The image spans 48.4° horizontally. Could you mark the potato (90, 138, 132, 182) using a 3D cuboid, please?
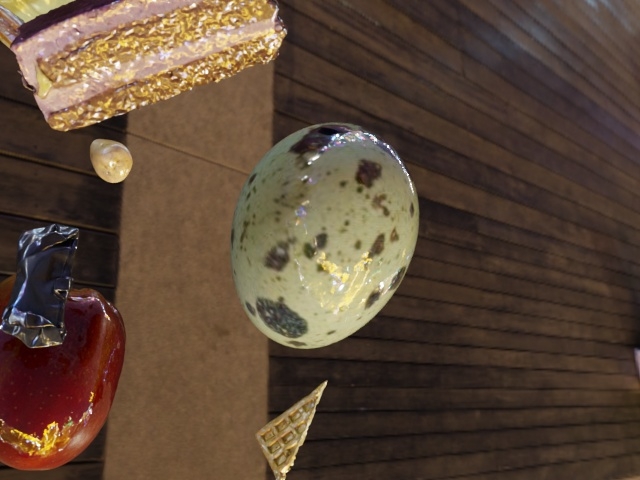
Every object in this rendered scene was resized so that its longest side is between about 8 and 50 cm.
[{"bbox_3d":[-0.347,-0.135,1.171,0.062,0.083,0.068,15,110,-43],"label":"potato"}]

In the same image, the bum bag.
[{"bbox_3d":[-0.402,0.058,1.025,0.087,0.049,0.198,5,61,-12],"label":"bum bag"}]

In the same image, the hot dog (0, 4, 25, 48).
[{"bbox_3d":[-0.540,-0.368,1.240,0.133,0.041,0.056,43,69,8],"label":"hot dog"}]

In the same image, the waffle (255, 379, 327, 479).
[{"bbox_3d":[-0.032,0.387,1.438,0.125,0.191,0.032,59,9,29],"label":"waffle"}]

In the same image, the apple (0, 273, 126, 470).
[{"bbox_3d":[-0.471,0.216,1.176,0.288,0.288,0.317,38,64,-39],"label":"apple"}]

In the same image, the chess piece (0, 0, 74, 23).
[{"bbox_3d":[-0.497,-0.588,1.511,0.234,0.441,0.234,-14,90,-78],"label":"chess piece"}]

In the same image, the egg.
[{"bbox_3d":[0.000,0.000,1.115,0.287,0.287,0.380,-4,120,-51],"label":"egg"}]

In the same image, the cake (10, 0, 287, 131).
[{"bbox_3d":[-0.183,-0.197,0.724,0.113,0.295,0.116,-84,157,-52],"label":"cake"}]
